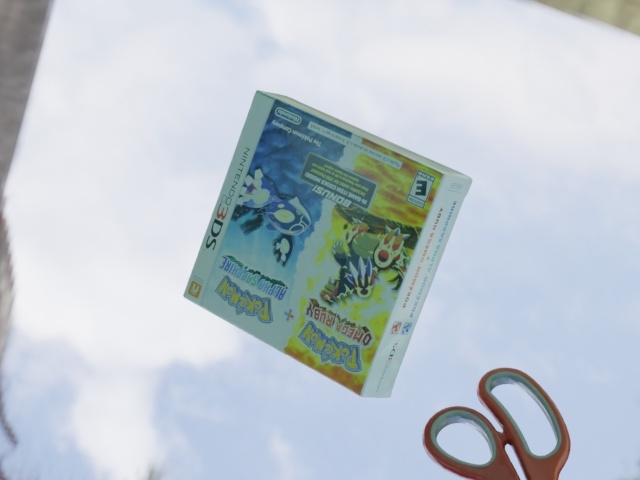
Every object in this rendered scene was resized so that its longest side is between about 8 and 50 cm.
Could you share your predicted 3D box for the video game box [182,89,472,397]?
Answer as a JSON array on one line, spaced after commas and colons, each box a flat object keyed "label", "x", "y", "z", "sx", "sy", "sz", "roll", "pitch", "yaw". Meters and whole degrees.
[{"label": "video game box", "x": 0.000, "y": 0.000, "z": 1.375, "sx": 0.205, "sy": 0.187, "sz": 0.048, "roll": 26, "pitch": -167, "yaw": 36}]

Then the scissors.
[{"label": "scissors", "x": 0.179, "y": 0.215, "z": 1.301, "sx": 0.109, "sy": 0.021, "sz": 0.297, "roll": -24, "pitch": -129, "yaw": -12}]
